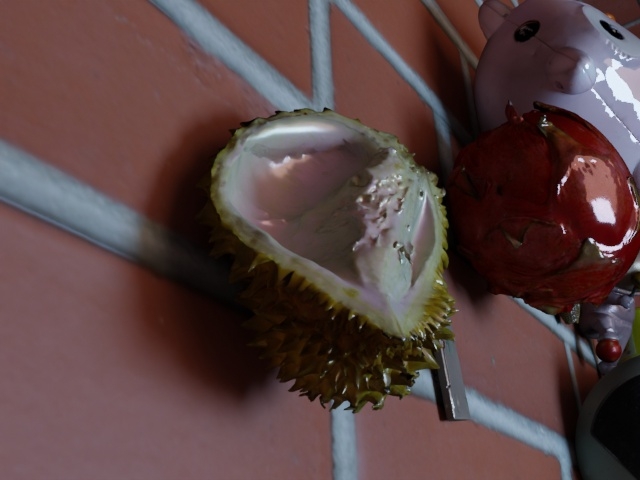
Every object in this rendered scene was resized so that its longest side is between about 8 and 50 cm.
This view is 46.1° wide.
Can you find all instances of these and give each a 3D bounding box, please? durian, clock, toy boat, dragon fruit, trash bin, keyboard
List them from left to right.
[{"bbox_3d":[0.004,0.009,0.539,0.249,0.183,0.138,-81,177,-45],"label":"durian"},{"bbox_3d":[0.127,0.107,0.798,0.055,0.017,0.165,23,54,-59],"label":"keyboard"},{"bbox_3d":[0.268,-0.034,0.911,0.241,0.241,0.252,18,54,-55],"label":"dragon fruit"},{"bbox_3d":[0.393,0.067,1.238,0.049,0.047,0.149,-29,99,-60],"label":"toy boat"},{"bbox_3d":[0.377,-0.173,1.109,0.377,0.250,0.368,35,16,-36],"label":"clock"},{"bbox_3d":[0.569,0.311,1.169,0.432,0.280,0.280,15,61,-60],"label":"trash bin"}]

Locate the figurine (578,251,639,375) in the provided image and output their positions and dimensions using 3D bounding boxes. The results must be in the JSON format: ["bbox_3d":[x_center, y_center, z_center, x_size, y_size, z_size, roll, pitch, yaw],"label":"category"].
[{"bbox_3d":[0.537,0.093,1.352,0.176,0.186,0.287,22,69,-23],"label":"figurine"}]

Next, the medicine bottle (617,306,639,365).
[{"bbox_3d":[0.648,0.249,1.487,0.122,0.122,0.212,41,41,-42],"label":"medicine bottle"}]
